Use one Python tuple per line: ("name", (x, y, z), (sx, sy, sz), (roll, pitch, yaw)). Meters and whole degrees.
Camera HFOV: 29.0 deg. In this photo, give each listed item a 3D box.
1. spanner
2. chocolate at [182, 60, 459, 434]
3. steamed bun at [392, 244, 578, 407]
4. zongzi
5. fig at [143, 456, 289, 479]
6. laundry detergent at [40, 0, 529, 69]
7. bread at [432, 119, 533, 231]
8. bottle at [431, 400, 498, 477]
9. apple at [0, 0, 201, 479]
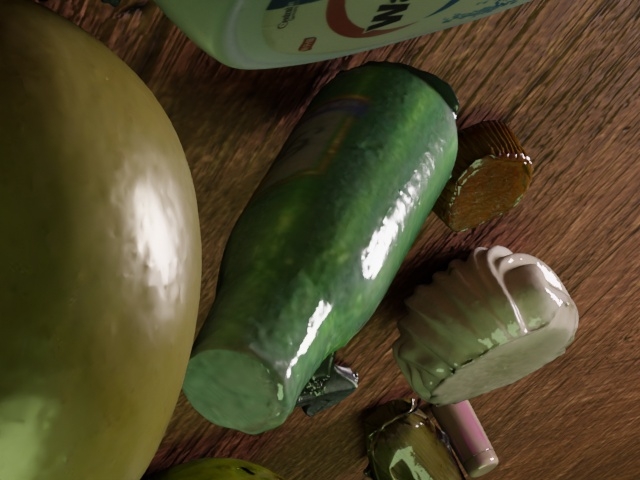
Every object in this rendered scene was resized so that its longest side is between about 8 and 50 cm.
("spanner", (0.006, 0.088, 1.114), (0.093, 0.026, 0.325), (-19, 152, -18))
("chocolate", (0.000, 0.000, 0.686), (0.110, 0.110, 0.291), (-46, -173, 34))
("steamed bun", (0.142, 0.070, 1.120), (0.182, 0.106, 0.183), (-19, 156, -9))
("zongzi", (0.130, 0.282, 1.386), (0.094, 0.204, 0.205), (-34, 155, -10))
("fig", (-0.123, 0.312, 1.205), (0.233, 0.233, 0.314), (-34, 136, 14))
("laundry detergent", (0.004, -0.168, 0.551), (0.280, 0.105, 0.215), (-14, 154, -21))
("bread", (0.114, -0.052, 0.927), (0.085, 0.053, 0.085), (-20, 141, -17))
("bottle", (0.168, 0.224, 1.436), (0.045, 0.096, 0.045), (-23, 154, -12))
("apple", (-0.180, 0.018, 0.543), (0.262, 0.262, 0.262), (-22, 154, -11))
